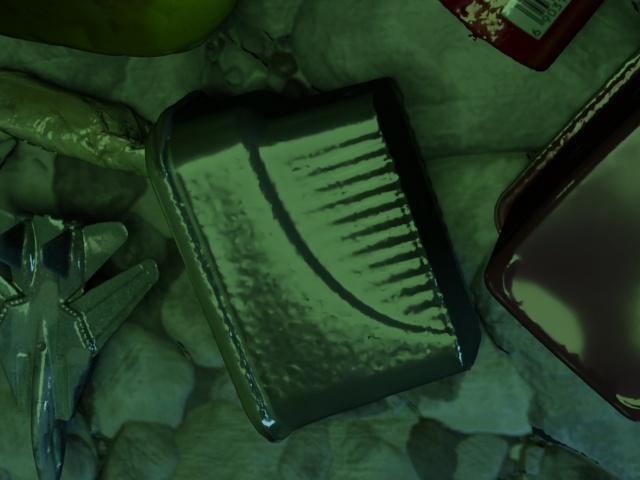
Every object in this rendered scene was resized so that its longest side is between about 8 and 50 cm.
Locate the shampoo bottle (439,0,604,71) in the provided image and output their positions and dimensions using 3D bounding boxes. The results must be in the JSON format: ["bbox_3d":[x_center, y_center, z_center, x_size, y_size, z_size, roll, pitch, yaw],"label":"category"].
[{"bbox_3d":[0.200,-0.264,0.950,0.118,0.076,0.314,40,115,4],"label":"shampoo bottle"}]

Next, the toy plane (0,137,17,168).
[{"bbox_3d":[-0.383,-0.147,1.192,0.273,0.107,0.182,21,72,-17],"label":"toy plane"}]

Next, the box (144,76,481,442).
[{"bbox_3d":[0.000,0.000,1.082,0.178,0.138,0.274,-16,105,16],"label":"box"}]

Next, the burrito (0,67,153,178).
[{"bbox_3d":[-0.206,-0.099,1.152,0.188,0.058,0.045,18,137,11],"label":"burrito"}]

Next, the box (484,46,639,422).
[{"bbox_3d":[0.255,-0.024,0.964,0.193,0.167,0.294,42,115,-1],"label":"box"}]

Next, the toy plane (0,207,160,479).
[{"bbox_3d":[-0.227,0.099,1.213,0.212,0.088,0.267,9,118,16],"label":"toy plane"}]

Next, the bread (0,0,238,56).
[{"bbox_3d":[-0.229,-0.268,1.028,0.377,0.208,0.251,14,116,9],"label":"bread"}]
